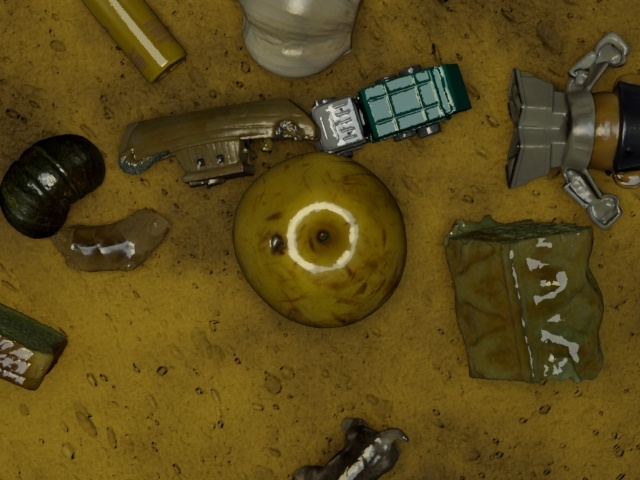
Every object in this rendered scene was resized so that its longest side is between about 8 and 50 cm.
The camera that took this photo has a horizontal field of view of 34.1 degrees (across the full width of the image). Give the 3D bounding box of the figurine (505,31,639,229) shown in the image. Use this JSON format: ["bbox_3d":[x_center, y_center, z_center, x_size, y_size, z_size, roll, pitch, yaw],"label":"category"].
[{"bbox_3d":[0.438,-0.170,1.645,0.308,0.143,0.309,2,111,6],"label":"figurine"}]

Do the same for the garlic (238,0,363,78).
[{"bbox_3d":[-0.033,-0.390,1.594,0.203,0.184,0.281,20,94,16],"label":"garlic"}]

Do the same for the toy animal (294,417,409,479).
[{"bbox_3d":[0.039,0.389,1.654,0.121,0.168,0.233,42,77,-4],"label":"toy animal"}]

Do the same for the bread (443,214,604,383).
[{"bbox_3d":[0.325,0.092,1.635,0.196,0.238,0.252,-9,100,-42],"label":"bread"}]

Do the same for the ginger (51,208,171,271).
[{"bbox_3d":[-0.329,0.003,1.658,0.190,0.069,0.096,-7,92,-2],"label":"ginger"}]

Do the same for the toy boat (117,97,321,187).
[{"bbox_3d":[-0.157,-0.146,1.617,0.321,0.089,0.122,-7,87,14],"label":"toy boat"}]

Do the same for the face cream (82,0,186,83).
[{"bbox_3d":[-0.324,-0.374,1.631,0.078,0.078,0.273,-39,94,0],"label":"face cream"}]

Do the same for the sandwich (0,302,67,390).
[{"bbox_3d":[-0.488,0.151,1.587,0.186,0.214,0.065,26,91,-4],"label":"sandwich"}]

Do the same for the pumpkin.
[{"bbox_3d":[-0.430,-0.087,1.629,0.119,0.107,0.183,40,93,1],"label":"pumpkin"}]

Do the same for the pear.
[{"bbox_3d":[0.000,0.000,1.576,0.280,0.281,0.281,0,93,-2],"label":"pear"}]

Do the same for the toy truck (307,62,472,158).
[{"bbox_3d":[0.109,-0.206,1.640,0.253,0.124,0.114,-18,91,-2],"label":"toy truck"}]
